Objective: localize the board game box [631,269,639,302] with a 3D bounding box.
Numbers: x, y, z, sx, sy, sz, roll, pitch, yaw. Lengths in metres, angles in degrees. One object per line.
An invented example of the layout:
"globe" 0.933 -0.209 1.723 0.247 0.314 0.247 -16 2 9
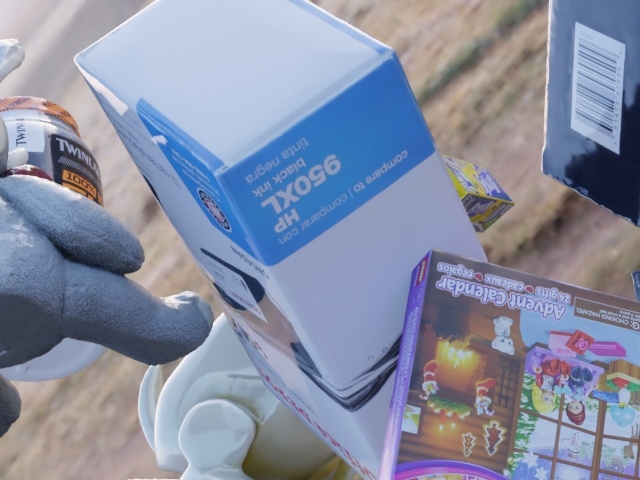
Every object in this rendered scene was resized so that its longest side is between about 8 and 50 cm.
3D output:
"board game box" 0.377 0.141 1.920 0.026 0.126 0.186 -12 50 9

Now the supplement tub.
"supplement tub" -0.351 -0.007 2.075 0.193 0.193 0.316 -42 45 35

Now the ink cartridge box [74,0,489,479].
"ink cartridge box" 0.000 0.000 1.422 0.166 0.395 0.285 -36 35 -12

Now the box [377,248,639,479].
"box" 0.195 0.139 1.254 0.057 0.293 0.201 123 159 -67

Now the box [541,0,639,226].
"box" 0.485 -0.219 2.081 0.395 0.293 0.212 -12 27 -24

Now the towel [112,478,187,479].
"towel" -0.200 0.381 1.788 0.324 0.056 0.312 -7 41 50

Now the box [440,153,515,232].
"box" 0.153 -0.050 1.900 0.054 0.059 0.169 -42 -17 15

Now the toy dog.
"toy dog" -0.028 0.126 2.151 0.395 0.284 0.408 15 86 51

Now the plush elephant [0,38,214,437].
"plush elephant" -0.300 -0.015 1.527 0.272 0.330 0.255 -27 52 21
